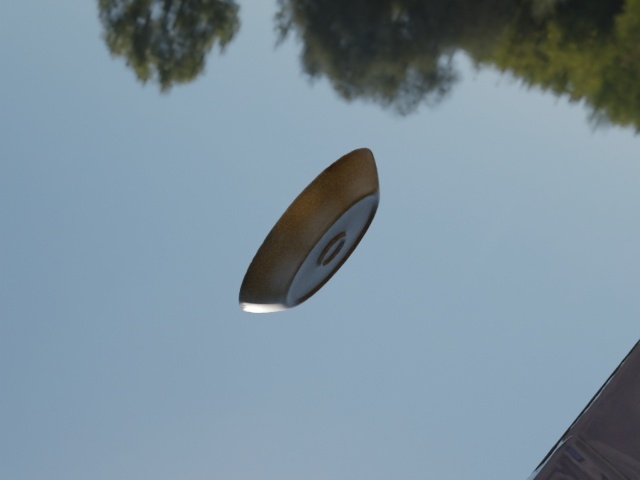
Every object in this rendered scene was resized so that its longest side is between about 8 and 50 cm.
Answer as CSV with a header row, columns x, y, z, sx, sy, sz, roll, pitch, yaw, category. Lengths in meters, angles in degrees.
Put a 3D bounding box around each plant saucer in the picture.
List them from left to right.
x,y,z,sx,sy,sz,roll,pitch,yaw,category
0.000,0.000,0.496,0.015,0.083,0.083,38,-160,15,plant saucer

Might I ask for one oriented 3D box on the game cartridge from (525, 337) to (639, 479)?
x,y,z,sx,sy,sz,roll,pitch,yaw,category
0.271,0.151,0.742,0.230,0.068,0.355,38,-141,14,game cartridge
